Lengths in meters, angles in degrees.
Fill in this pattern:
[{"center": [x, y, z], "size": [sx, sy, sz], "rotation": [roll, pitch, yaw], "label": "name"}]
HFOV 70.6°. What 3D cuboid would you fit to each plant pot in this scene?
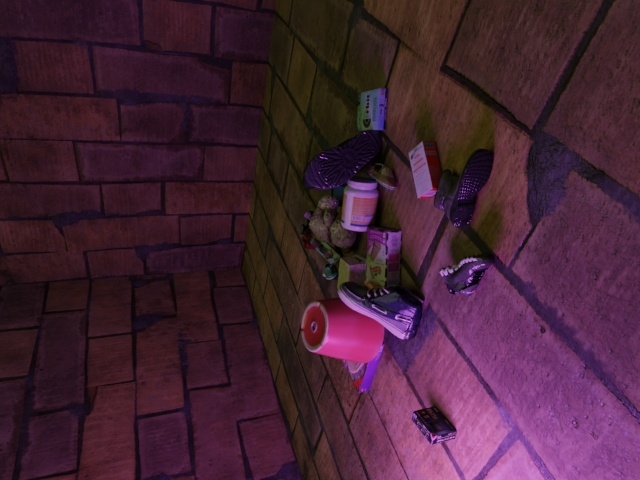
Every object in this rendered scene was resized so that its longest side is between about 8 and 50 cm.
[{"center": [0.073, 0.343, 1.779], "size": [0.275, 0.243, 0.274], "rotation": [-21, 64, 54], "label": "plant pot"}]

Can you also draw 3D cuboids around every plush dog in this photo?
[{"center": [0.064, -0.050, 2.050], "size": [0.225, 0.211, 0.262], "rotation": [17, 131, 37], "label": "plush dog"}]

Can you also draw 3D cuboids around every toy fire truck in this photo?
[{"center": [0.000, 0.000, 2.308], "size": [0.217, 0.159, 0.246], "rotation": [124, 148, -56], "label": "toy fire truck"}]

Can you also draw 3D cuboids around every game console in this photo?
[{"center": [0.100, -0.216, 2.097], "size": [0.071, 0.107, 0.122], "rotation": [-55, -33, -78], "label": "game console"}]

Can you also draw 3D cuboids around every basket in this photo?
[{"center": [0.143, 0.157, 1.988], "size": [0.113, 0.103, 0.167], "rotation": [-142, 53, -61], "label": "basket"}]

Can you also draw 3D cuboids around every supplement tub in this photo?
[{"center": [0.162, -0.150, 1.844], "size": [0.144, 0.144, 0.199], "rotation": [-137, 48, -60], "label": "supplement tub"}]

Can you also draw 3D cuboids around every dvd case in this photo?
[{"center": [0.040, 0.059, 2.223], "size": [0.119, 0.013, 0.087], "rotation": [44, 135, -4], "label": "dvd case"}]

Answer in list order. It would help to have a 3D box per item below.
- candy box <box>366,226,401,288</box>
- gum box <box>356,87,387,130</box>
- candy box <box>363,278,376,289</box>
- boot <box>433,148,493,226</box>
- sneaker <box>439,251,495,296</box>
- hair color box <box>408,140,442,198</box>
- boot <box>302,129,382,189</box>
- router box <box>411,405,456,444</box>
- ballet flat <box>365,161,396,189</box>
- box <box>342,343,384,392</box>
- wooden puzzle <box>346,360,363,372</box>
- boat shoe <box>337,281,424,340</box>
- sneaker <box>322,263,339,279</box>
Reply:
[{"center": [0.244, 0.068, 1.766], "size": [0.159, 0.071, 0.233], "rotation": [-163, 71, -66], "label": "candy box"}, {"center": [0.206, -0.524, 1.824], "size": [0.184, 0.041, 0.156], "rotation": [-150, 60, -66], "label": "gum box"}, {"center": [0.235, 0.244, 1.838], "size": [0.186, 0.053, 0.109], "rotation": [-132, 43, -59], "label": "candy box"}, {"center": [0.403, -0.176, 1.333], "size": [0.161, 0.083, 0.246], "rotation": [-114, 31, -54], "label": "boot"}, {"center": [0.431, 0.104, 1.301], "size": [0.234, 0.078, 0.106], "rotation": [133, 127, -66], "label": "sneaker"}, {"center": [0.349, -0.232, 1.488], "size": [0.093, 0.053, 0.167], "rotation": [141, 122, -65], "label": "hair color box"}, {"center": [0.015, -0.303, 1.932], "size": [0.146, 0.367, 0.445], "rotation": [63, 157, -10], "label": "boot"}, {"center": [0.372, 0.606, 1.486], "size": [0.122, 0.092, 0.038], "rotation": [-136, 48, -59], "label": "router box"}, {"center": [0.237, -0.258, 1.750], "size": [0.206, 0.073, 0.067], "rotation": [46, 120, 54], "label": "ballet flat"}, {"center": [0.181, 0.495, 1.996], "size": [0.201, 0.057, 0.293], "rotation": [-122, 36, -51], "label": "box"}, {"center": [0.162, 0.409, 1.909], "size": [0.238, 0.044, 0.221], "rotation": [-60, 38, 40], "label": "wooden puzzle"}, {"center": [0.224, 0.206, 1.653], "size": [0.341, 0.127, 0.158], "rotation": [29, 121, 24], "label": "boat shoe"}, {"center": [0.052, 0.156, 2.275], "size": [0.162, 0.063, 0.073], "rotation": [-158, 70, -66], "label": "sneaker"}]
